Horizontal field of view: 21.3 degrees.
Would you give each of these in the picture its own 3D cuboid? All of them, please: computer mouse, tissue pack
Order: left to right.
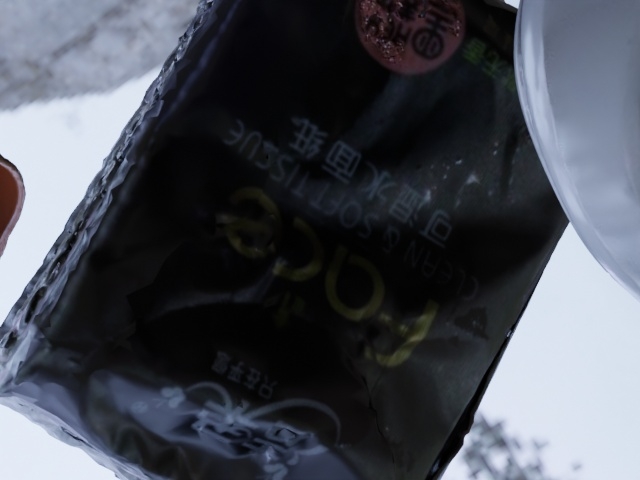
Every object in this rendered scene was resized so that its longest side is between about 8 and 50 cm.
[{"bbox_3d":[0.000,0.000,0.894,0.245,0.332,0.123,33,168,-16],"label":"tissue pack"},{"bbox_3d":[0.164,-0.108,0.743,0.184,0.121,0.297,38,-112,-39],"label":"computer mouse"}]

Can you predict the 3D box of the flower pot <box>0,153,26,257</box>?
[{"bbox_3d":[-0.329,-0.048,1.170,0.173,0.190,0.190,46,-168,28],"label":"flower pot"}]
